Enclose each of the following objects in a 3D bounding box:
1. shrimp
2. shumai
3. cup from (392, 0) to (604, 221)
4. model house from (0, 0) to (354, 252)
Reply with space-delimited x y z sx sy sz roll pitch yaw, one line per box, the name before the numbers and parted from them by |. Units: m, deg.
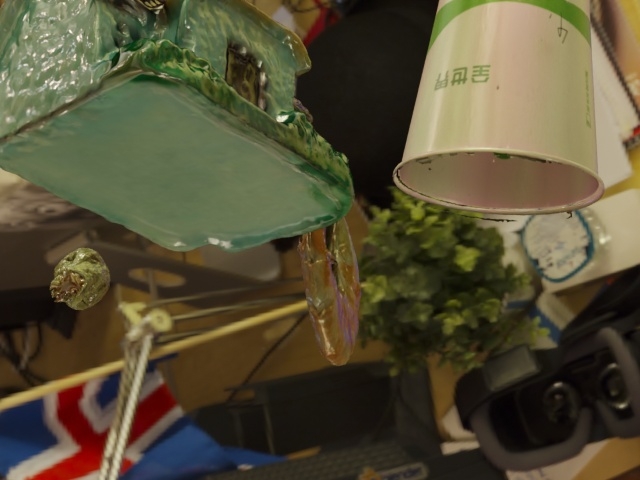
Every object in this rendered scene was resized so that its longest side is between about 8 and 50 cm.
shrimp | 0.001 0.000 1.159 0.062 0.154 0.294 -14 54 7
shumai | -0.311 0.054 1.350 0.080 0.082 0.083 18 85 66
cup | 0.226 -0.185 1.269 0.253 0.253 0.273 -7 72 44
model house | -0.116 -0.157 0.906 0.230 0.280 0.248 -17 58 35
